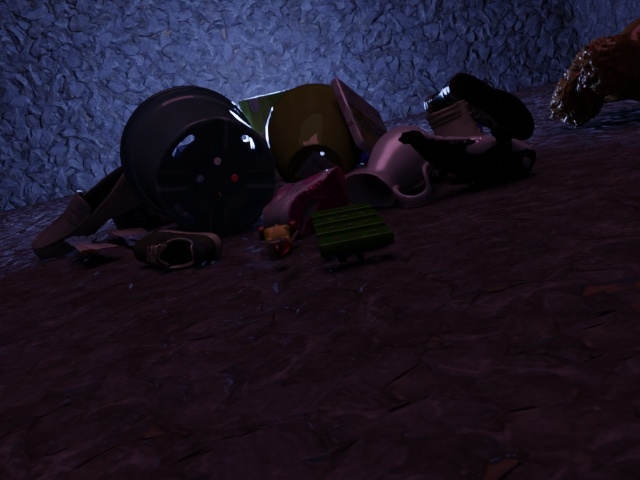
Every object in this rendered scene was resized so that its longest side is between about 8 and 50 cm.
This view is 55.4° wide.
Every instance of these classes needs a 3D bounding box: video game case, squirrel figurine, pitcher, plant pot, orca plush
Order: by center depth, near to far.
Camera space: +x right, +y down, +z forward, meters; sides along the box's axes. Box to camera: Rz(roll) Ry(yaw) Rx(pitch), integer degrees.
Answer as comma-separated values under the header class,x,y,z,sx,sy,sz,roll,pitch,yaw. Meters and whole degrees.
class,x,y,z,sx,sy,sz,roll,pitch,yaw
orca plush,0.297,-0.151,1.183,0.287,0.102,0.151,13,-28,-30
pitcher,0.174,-0.147,1.261,0.178,0.125,0.207,17,48,31
plant pot,-0.267,-0.171,1.394,0.341,0.340,0.334,-17,22,-17
plant pot,-0.013,-0.227,1.537,0.275,0.274,0.293,-11,26,6
video game case,0.122,-0.287,1.549,0.026,0.206,0.227,-31,-28,23
squirrel figurine,0.825,-0.470,1.698,0.397,0.280,0.370,-12,7,-7

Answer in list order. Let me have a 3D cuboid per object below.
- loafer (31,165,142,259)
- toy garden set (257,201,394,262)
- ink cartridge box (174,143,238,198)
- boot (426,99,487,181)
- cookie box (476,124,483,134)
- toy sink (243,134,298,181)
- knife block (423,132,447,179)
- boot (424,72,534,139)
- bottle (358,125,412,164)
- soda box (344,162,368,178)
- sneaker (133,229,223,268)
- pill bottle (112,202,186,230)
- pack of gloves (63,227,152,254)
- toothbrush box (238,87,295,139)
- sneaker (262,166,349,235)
class,x,y,z,sx,sy,sz,roll,pitch,yaw
loafer,-0.586,-0.076,1.519,0.319,0.111,0.112,-40,50,-14
toy garden set,0.000,0.000,0.987,0.204,0.049,0.244,-11,14,-1
ink cartridge box,-0.338,-0.205,1.904,0.134,0.231,0.078,-26,-22,-45
boot,0.345,-0.235,1.353,0.213,0.165,0.077,-20,-4,-24
cookie box,0.404,-0.280,1.659,0.040,0.091,0.107,-11,12,-7
toy sink,-0.151,-0.285,2.059,0.234,0.152,0.131,-18,14,-17
knife block,0.298,-0.207,1.469,0.276,0.088,0.242,-16,15,-14
boot,0.374,-0.305,1.456,0.237,0.085,0.179,28,-8,-12
bottle,0.172,-0.292,1.913,0.283,0.092,0.118,-5,17,29
soda box,0.105,-0.141,1.438,0.063,0.058,0.183,-6,15,25
sneaker,-0.282,0.018,1.120,0.192,0.064,0.086,-3,11,23
pill bottle,-0.463,-0.095,1.650,0.187,0.111,0.112,-14,13,-2
pack of gloves,-0.477,0.014,1.411,0.195,0.046,0.232,-7,12,-32
toothbrush box,-0.153,-0.388,2.195,0.206,0.283,0.122,-17,15,-20
sneaker,-0.030,-0.083,1.228,0.111,0.102,0.252,-2,17,33
